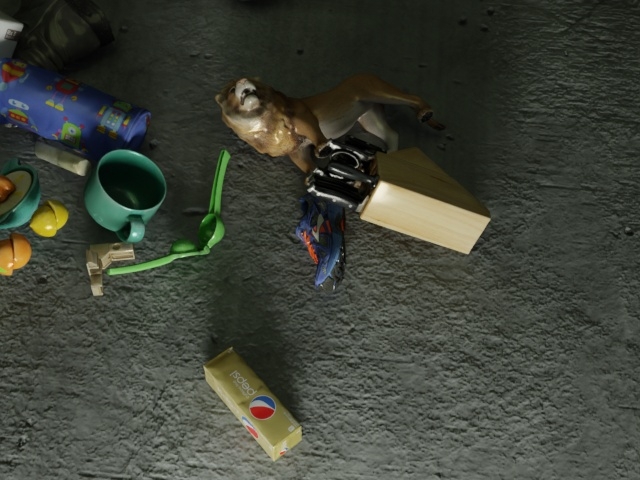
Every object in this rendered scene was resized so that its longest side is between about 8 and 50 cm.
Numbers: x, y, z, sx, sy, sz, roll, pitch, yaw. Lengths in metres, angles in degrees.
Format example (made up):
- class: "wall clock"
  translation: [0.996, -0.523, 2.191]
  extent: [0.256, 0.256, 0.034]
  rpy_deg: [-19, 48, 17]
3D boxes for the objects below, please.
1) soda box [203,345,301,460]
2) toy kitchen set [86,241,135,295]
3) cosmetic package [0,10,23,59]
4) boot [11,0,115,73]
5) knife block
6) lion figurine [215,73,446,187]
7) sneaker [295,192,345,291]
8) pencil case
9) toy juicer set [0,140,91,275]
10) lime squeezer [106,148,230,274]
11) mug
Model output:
- class: "soda box"
  translation: [-0.107, 0.255, 1.618]
  extent: [0.058, 0.061, 0.181]
  rpy_deg: [-35, 64, -21]
- class: "toy kitchen set"
  translation: [-0.356, 0.038, 1.747]
  extent: [0.075, 0.068, 0.083]
  rpy_deg: [-5, 58, -6]
- class: "cosmetic package"
  translation: [-0.772, -0.427, 1.913]
  extent: [0.385, 0.217, 0.156]
  rpy_deg: [33, 104, 24]
- class: "boot"
  translation: [-0.588, -0.442, 2.033]
  extent: [0.223, 0.118, 0.338]
  rpy_deg: [-40, 61, -17]
- class: "knife block"
  translation: [0.121, -0.073, 1.767]
  extent: [0.276, 0.088, 0.242]
  rpy_deg: [45, 38, 23]
- class: "lion figurine"
  translation: [0.018, -0.237, 1.921]
  extent: [0.392, 0.142, 0.240]
  rpy_deg: [-14, 50, -27]
- class: "sneaker"
  translation: [0.000, 0.000, 1.787]
  extent: [0.087, 0.083, 0.221]
  rpy_deg: [-3, 48, 4]
- class: "pencil case"
  translation: [-0.465, -0.227, 1.877]
  extent: [0.306, 0.133, 0.119]
  rpy_deg: [21, 33, 5]
- class: "toy juicer set"
  translation: [-0.510, -0.077, 1.760]
  extent: [0.209, 0.089, 0.329]
  rpy_deg: [-1, 49, 34]
- class: "lime squeezer"
  translation: [-0.226, -0.014, 1.766]
  extent: [0.059, 0.110, 0.310]
  rpy_deg: [16, 54, 40]
- class: "mug"
  translation: [-0.349, -0.070, 1.785]
  extent: [0.129, 0.097, 0.158]
  rpy_deg: [32, 45, -12]
